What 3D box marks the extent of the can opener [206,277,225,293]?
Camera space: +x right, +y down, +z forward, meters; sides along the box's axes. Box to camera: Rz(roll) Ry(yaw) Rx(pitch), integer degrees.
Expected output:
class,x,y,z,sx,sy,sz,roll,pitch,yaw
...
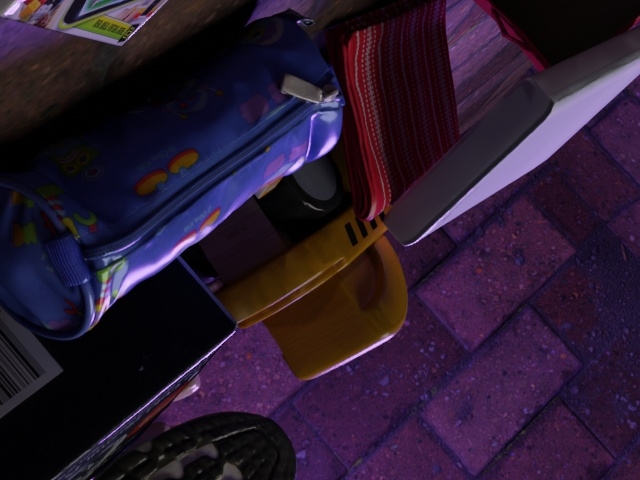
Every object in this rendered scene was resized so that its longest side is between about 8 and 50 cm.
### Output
class,x,y,z,sx,sy,sz,roll,pitch,yaw
can opener,-0.202,0.090,1.246,0.283,0.076,0.095,-24,139,-41

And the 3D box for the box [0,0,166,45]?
class,x,y,z,sx,sy,sz,roll,pitch,yaw
box,-0.085,-0.143,0.524,0.114,0.036,0.207,-43,-177,7

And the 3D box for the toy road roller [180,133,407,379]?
class,x,y,z,sx,sy,sz,roll,pitch,yaw
toy road roller,0.000,0.000,1.282,0.202,0.240,0.329,-30,-176,34

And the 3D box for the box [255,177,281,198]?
class,x,y,z,sx,sy,sz,roll,pitch,yaw
box,-0.057,-0.097,1.069,0.028,0.081,0.136,-38,174,-38

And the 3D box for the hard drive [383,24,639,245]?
class,x,y,z,sx,sy,sz,roll,pitch,yaw
hard drive,0.234,-0.124,1.280,0.233,0.047,0.353,-46,169,36

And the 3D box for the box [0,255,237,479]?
class,x,y,z,sx,sy,sz,roll,pitch,yaw
box,-0.280,0.150,0.908,0.343,0.179,0.312,-39,176,-33

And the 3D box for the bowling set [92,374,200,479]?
class,x,y,z,sx,sy,sz,roll,pitch,yaw
bowling set,-0.227,0.199,1.246,0.154,0.199,0.287,-21,-144,7

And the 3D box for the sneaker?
class,x,y,z,sx,sy,sz,roll,pitch,yaw
sneaker,-0.204,0.293,1.085,0.410,0.158,0.182,-38,-170,-5

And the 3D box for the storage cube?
class,x,y,z,sx,sy,sz,roll,pitch,yaw
storage cube,0.307,-0.316,1.435,0.215,0.183,0.193,-43,176,8

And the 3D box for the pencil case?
class,x,y,z,sx,sy,sz,roll,pitch,yaw
pencil case,-0.102,-0.054,0.828,0.133,0.119,0.306,-5,-154,46

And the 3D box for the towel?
class,x,y,z,sx,sy,sz,roll,pitch,yaw
towel,0.088,-0.151,1.240,0.031,0.198,0.275,0,-161,28
